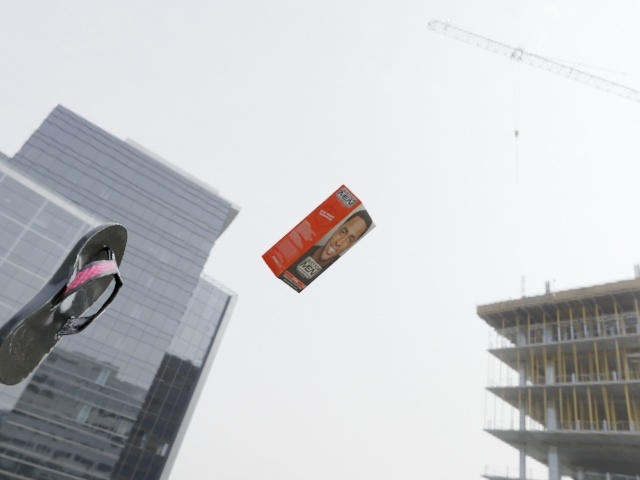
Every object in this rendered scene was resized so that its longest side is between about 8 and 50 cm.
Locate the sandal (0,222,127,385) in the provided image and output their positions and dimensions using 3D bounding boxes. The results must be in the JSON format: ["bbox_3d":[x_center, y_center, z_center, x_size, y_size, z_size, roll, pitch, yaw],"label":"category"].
[{"bbox_3d":[-0.208,0.050,0.402,0.040,0.179,0.067,7,-54,5],"label":"sandal"}]

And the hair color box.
[{"bbox_3d":[0.000,0.000,0.601,0.043,0.141,0.072,49,1,32],"label":"hair color box"}]
